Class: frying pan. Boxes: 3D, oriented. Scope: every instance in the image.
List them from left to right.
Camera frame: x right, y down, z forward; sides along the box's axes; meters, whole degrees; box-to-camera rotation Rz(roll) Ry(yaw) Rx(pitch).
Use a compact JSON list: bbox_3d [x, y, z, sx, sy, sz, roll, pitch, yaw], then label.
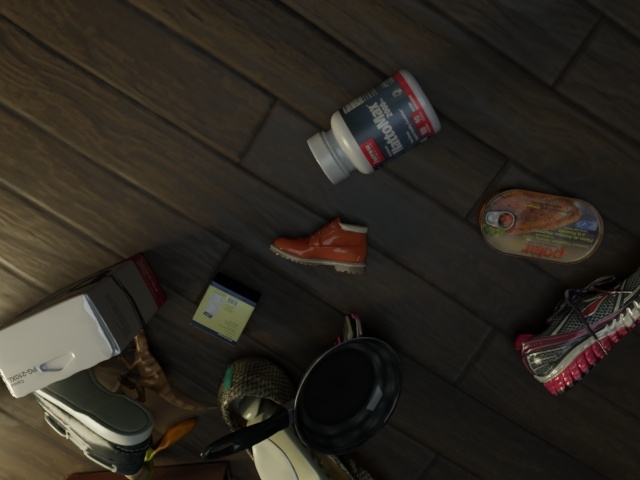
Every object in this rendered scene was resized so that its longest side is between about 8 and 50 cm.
[{"bbox_3d":[-0.010,0.272,0.982,0.326,0.053,0.197,-34,120,-17],"label":"frying pan"}]

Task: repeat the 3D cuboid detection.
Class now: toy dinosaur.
[{"bbox_3d":[-0.281,0.238,1.091,0.112,0.064,0.211,-30,100,8],"label":"toy dinosaur"}]

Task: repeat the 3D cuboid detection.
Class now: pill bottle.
[{"bbox_3d":[0.077,-0.163,0.962,0.180,0.108,0.108,-32,99,9],"label":"pill bottle"}]

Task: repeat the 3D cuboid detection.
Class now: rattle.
[{"bbox_3d":[-0.342,0.309,1.109,0.199,0.130,0.143,36,91,22],"label":"rattle"}]

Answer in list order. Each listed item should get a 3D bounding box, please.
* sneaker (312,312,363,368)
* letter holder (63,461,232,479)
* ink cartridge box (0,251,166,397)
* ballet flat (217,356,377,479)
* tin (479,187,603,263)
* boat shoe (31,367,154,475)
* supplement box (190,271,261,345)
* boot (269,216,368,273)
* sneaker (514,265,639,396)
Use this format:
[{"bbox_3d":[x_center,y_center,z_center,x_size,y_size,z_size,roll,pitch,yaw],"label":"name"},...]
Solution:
[{"bbox_3d":[0.026,0.198,1.067,0.074,0.063,0.170,9,108,-6],"label":"sneaker"},{"bbox_3d":[-0.307,0.503,1.074,0.301,0.214,0.152,-6,102,4],"label":"letter holder"},{"bbox_3d":[-0.358,0.119,0.978,0.172,0.237,0.100,-24,100,7],"label":"ink cartridge box"},{"bbox_3d":[-0.011,0.406,1.055,0.164,0.182,0.483,-36,99,8],"label":"ballet flat"},{"bbox_3d":[0.344,-0.023,1.017,0.189,0.040,0.106,10,99,0],"label":"tin"},{"bbox_3d":[-0.392,0.268,1.037,0.302,0.114,0.091,26,113,32],"label":"boat shoe"},{"bbox_3d":[-0.154,0.112,1.060,0.083,0.056,0.083,28,102,-4],"label":"supplement box"},{"bbox_3d":[0.000,0.000,1.031,0.157,0.059,0.085,8,100,-8],"label":"boot"},{"bbox_3d":[0.437,0.104,1.005,0.299,0.121,0.112,-44,67,3],"label":"sneaker"}]
